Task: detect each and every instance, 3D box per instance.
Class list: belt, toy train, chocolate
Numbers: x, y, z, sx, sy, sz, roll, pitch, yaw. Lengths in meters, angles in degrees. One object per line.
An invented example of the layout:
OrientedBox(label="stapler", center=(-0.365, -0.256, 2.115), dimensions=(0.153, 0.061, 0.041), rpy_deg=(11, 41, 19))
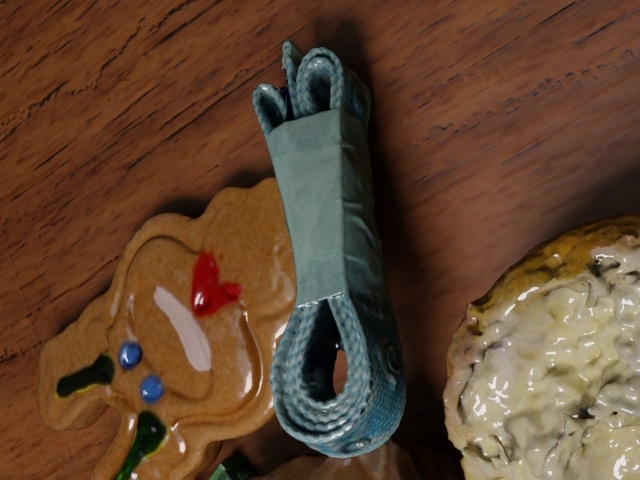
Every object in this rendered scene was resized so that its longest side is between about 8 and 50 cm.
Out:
OrientedBox(label="belt", center=(0.000, 0.000, 0.857), dimensions=(0.087, 0.072, 0.302), rpy_deg=(-18, 63, 25))
OrientedBox(label="toy train", center=(-0.077, 0.223, 1.014), dimensions=(0.056, 0.038, 0.093), rpy_deg=(48, 118, 24))
OrientedBox(label="chocolate", center=(0.002, 0.213, 0.903), dimensions=(0.214, 0.148, 0.093), rpy_deg=(-21, 55, 28))

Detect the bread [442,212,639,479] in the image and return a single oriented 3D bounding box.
OrientedBox(label="bread", center=(0.212, 0.112, 0.763), dimensions=(0.274, 0.149, 0.274), rpy_deg=(4, 99, 24))

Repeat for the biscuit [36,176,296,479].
OrientedBox(label="biscuit", center=(-0.112, 0.083, 0.993), dimensions=(0.334, 0.047, 0.202), rpy_deg=(-45, 65, 23))
